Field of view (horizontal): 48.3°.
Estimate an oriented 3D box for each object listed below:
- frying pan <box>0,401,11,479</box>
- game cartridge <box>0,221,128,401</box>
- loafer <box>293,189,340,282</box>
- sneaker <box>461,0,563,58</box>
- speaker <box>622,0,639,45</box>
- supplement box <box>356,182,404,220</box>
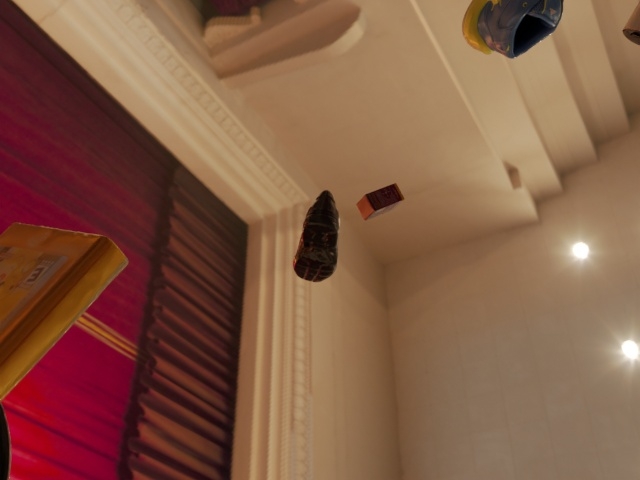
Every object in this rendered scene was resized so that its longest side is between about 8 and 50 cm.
[{"bbox_3d":[-0.342,0.100,0.447,0.326,0.053,0.197,45,-118,6],"label":"frying pan"},{"bbox_3d":[-0.421,0.110,0.865,0.285,0.053,0.324,6,-132,44],"label":"game cartridge"},{"bbox_3d":[0.000,0.000,0.986,0.062,0.170,0.061,14,-124,-3],"label":"loafer"},{"bbox_3d":[0.288,-0.335,0.911,0.240,0.091,0.126,-59,-141,23],"label":"sneaker"},{"bbox_3d":[0.454,-0.323,0.934,0.055,0.055,0.136,33,-83,45],"label":"speaker"},{"bbox_3d":[0.127,-0.082,1.513,0.083,0.055,0.043,-22,-102,-28],"label":"supplement box"}]
